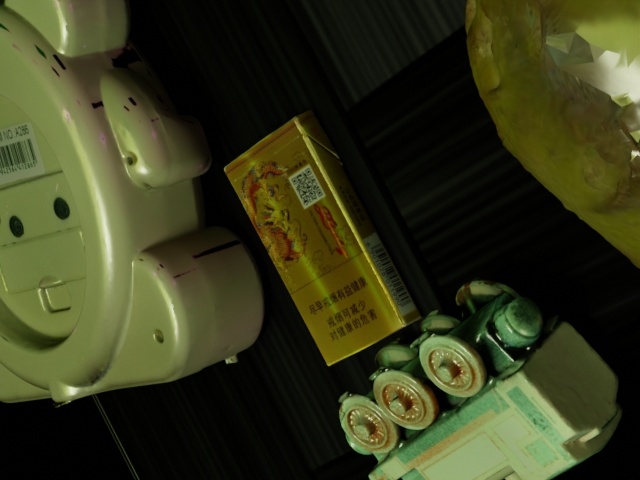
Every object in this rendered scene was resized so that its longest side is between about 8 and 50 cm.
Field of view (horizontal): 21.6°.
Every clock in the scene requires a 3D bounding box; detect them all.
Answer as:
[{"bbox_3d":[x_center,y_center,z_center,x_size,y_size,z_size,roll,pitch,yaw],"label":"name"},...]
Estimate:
[{"bbox_3d":[-0.193,-0.039,1.229,0.284,0.114,0.309,-11,97,48],"label":"clock"}]

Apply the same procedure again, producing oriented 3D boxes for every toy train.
[{"bbox_3d":[0.091,0.106,1.033,0.125,0.081,0.194,48,140,2],"label":"toy train"}]

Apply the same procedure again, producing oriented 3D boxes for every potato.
[{"bbox_3d":[0.196,-0.067,0.777,0.299,0.196,0.246,54,137,10],"label":"potato"}]

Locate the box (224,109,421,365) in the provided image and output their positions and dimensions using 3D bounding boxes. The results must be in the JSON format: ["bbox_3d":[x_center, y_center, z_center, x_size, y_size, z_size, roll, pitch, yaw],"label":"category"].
[{"bbox_3d":[0.000,0.000,1.116,0.089,0.022,0.156,-34,83,44],"label":"box"}]
